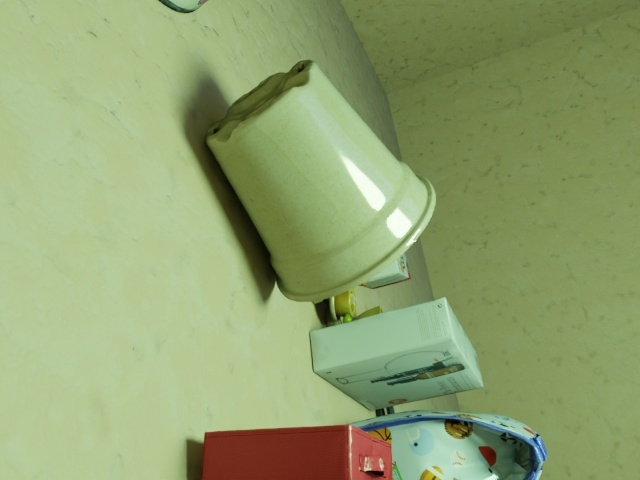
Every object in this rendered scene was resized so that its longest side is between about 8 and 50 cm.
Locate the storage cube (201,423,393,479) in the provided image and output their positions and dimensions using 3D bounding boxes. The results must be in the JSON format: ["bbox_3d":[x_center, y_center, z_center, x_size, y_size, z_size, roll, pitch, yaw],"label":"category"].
[{"bbox_3d":[-0.023,0.336,0.736,0.184,0.214,0.193,48,36,-58],"label":"storage cube"}]

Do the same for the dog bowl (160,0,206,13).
[{"bbox_3d":[-0.241,-0.601,1.005,0.408,0.150,0.408,-15,90,-74],"label":"dog bowl"}]

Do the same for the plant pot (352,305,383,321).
[{"bbox_3d":[0.125,0.227,1.546,0.081,0.083,0.081,-85,153,-54],"label":"plant pot"}]

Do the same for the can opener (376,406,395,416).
[{"bbox_3d":[0.169,0.461,1.514,0.073,0.059,0.186,57,24,-44],"label":"can opener"}]

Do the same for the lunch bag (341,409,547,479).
[{"bbox_3d":[0.240,0.442,1.187,0.328,0.385,0.239,36,40,-66],"label":"lunch bag"}]

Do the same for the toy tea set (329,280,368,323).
[{"bbox_3d":[0.087,0.012,1.356,0.200,0.124,0.336,73,20,-46],"label":"toy tea set"}]

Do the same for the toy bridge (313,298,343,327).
[{"bbox_3d":[0.025,0.167,1.374,0.063,0.026,0.188,-88,156,-52],"label":"toy bridge"}]

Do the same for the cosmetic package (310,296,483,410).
[{"bbox_3d":[0.179,0.263,1.336,0.377,0.284,0.097,49,31,-55],"label":"cosmetic package"}]

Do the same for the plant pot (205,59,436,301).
[{"bbox_3d":[-0.023,-0.119,1.053,0.305,0.333,0.334,53,24,-24],"label":"plant pot"}]

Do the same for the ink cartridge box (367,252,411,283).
[{"bbox_3d":[0.176,0.060,1.799,0.176,0.127,0.128,24,52,-68],"label":"ink cartridge box"}]
